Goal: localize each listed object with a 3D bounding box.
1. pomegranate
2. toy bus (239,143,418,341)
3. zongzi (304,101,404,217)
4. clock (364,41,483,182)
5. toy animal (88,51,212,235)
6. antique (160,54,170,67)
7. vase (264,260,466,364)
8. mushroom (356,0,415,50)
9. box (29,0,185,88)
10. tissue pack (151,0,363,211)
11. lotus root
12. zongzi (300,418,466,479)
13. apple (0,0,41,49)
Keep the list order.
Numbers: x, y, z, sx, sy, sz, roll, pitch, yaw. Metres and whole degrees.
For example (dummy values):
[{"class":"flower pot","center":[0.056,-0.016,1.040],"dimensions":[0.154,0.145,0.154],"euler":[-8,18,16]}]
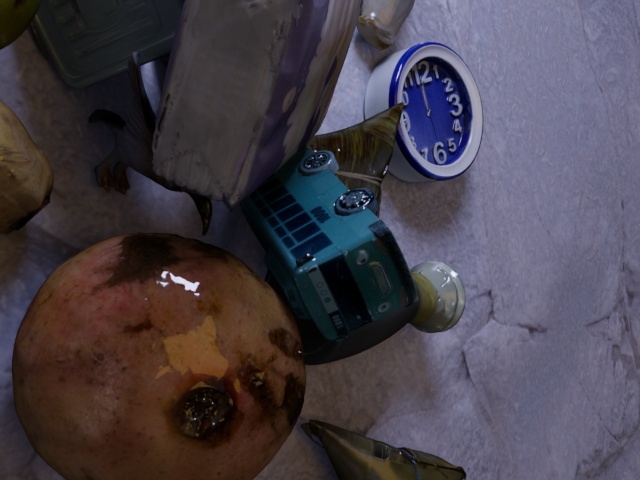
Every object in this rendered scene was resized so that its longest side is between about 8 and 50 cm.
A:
[{"class":"pomegranate","center":[-0.172,0.145,0.895],"dimensions":[0.322,0.322,0.322],"euler":[3,86,-42]},{"class":"toy bus","center":[0.000,0.000,0.976],"dimensions":[0.147,0.256,0.128],"euler":[-30,124,-6]},{"class":"zongzi","center":[0.000,-0.145,1.168],"dimensions":[0.248,0.111,0.241],"euler":[27,73,-32]},{"class":"clock","center":[0.177,-0.212,1.358],"dimensions":[0.230,0.083,0.230],"euler":[4,84,-40]},{"class":"toy animal","center":[-0.189,-0.096,0.970],"dimensions":[0.272,0.160,0.197],"euler":[-13,92,-67]},{"class":"antique","center":[-0.125,-0.287,1.083],"dimensions":[0.086,0.088,0.183],"euler":[50,56,-29]},{"class":"vase","center":[0.082,0.090,1.205],"dimensions":[0.321,0.173,0.173],"euler":[4,85,-47]},{"class":"mushroom","center":[0.120,-0.484,1.311],"dimensions":[0.109,0.097,0.351],"euler":[9,84,-41]},{"class":"box","center":[-0.210,-0.286,0.916],"dimensions":[0.135,0.243,0.163],"euler":[-41,113,-48]},{"class":"tissue pack","center":[-0.052,-0.204,0.904],"dimensions":[0.343,0.125,0.242],"euler":[-54,164,-65]},{"class":"lotus root","center":[-0.373,-0.095,0.832],"dimensions":[0.221,0.118,0.125],"euler":[49,41,-32]},{"class":"zongzi","center":[0.069,0.426,1.208],"dimensions":[0.289,0.123,0.260],"euler":[21,76,-29]},{"class":"apple","center":[-0.370,-0.268,0.793],"dimensions":[0.196,0.196,0.157],"euler":[-1,87,-42]}]
